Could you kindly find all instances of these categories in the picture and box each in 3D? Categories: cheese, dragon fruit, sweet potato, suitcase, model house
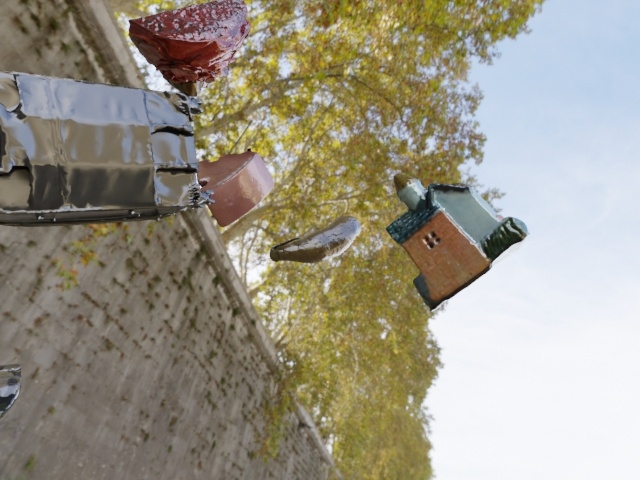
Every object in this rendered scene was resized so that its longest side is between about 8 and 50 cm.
[{"bbox_3d":[-0.257,-0.135,1.139,0.203,0.177,0.128,-4,-49,22],"label":"cheese"},{"bbox_3d":[-0.286,-0.453,1.072,0.152,0.317,0.205,46,-31,16],"label":"dragon fruit"},{"bbox_3d":[0.000,0.006,1.106,0.112,0.286,0.085,25,-49,46],"label":"sweet potato"},{"bbox_3d":[-0.452,-0.178,0.869,0.434,0.283,0.194,-7,-1,-41],"label":"suitcase"},{"bbox_3d":[0.261,-0.034,0.932,0.291,0.253,0.184,54,10,10],"label":"model house"}]

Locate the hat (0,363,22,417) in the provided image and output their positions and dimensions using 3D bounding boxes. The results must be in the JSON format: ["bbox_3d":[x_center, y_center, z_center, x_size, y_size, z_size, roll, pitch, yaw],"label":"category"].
[{"bbox_3d":[-0.895,0.296,0.925,0.366,0.382,0.257,25,-54,45],"label":"hat"}]
